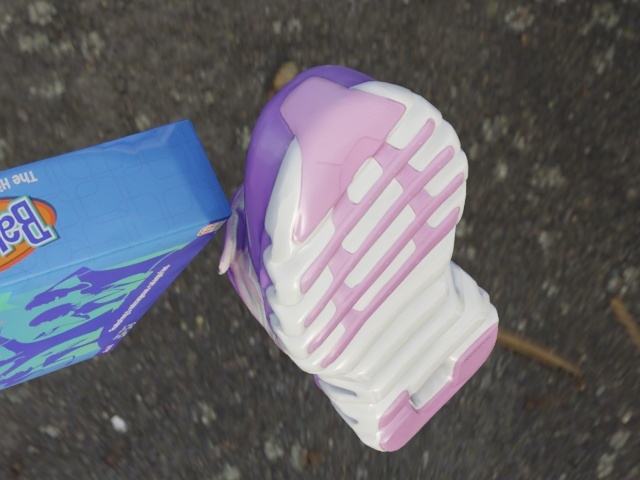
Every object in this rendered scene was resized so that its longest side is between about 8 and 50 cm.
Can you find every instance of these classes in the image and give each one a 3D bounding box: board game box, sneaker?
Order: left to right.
[{"bbox_3d":[-0.157,0.030,0.659,0.210,0.160,0.047,-18,76,-30],"label":"board game box"},{"bbox_3d":[0.000,0.000,0.669,0.095,0.236,0.104,-43,65,-11],"label":"sneaker"}]
